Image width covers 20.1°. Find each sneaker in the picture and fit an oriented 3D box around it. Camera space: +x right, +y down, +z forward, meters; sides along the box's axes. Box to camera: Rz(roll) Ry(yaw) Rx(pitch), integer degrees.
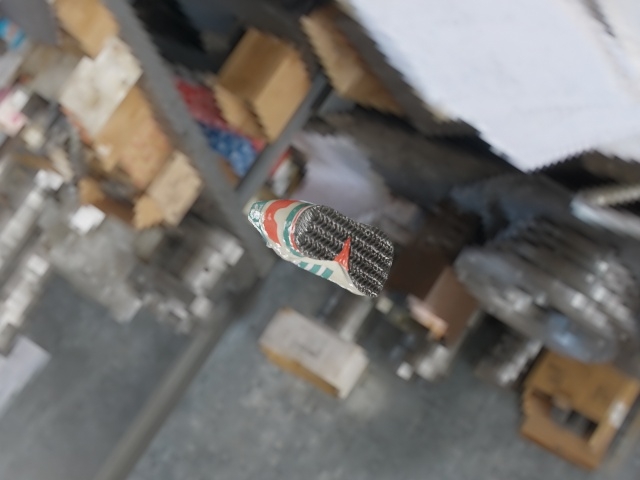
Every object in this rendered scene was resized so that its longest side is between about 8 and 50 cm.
[{"bbox_3d":[0.000,0.000,1.531,0.075,0.057,0.161,19,174,35],"label":"sneaker"}]
